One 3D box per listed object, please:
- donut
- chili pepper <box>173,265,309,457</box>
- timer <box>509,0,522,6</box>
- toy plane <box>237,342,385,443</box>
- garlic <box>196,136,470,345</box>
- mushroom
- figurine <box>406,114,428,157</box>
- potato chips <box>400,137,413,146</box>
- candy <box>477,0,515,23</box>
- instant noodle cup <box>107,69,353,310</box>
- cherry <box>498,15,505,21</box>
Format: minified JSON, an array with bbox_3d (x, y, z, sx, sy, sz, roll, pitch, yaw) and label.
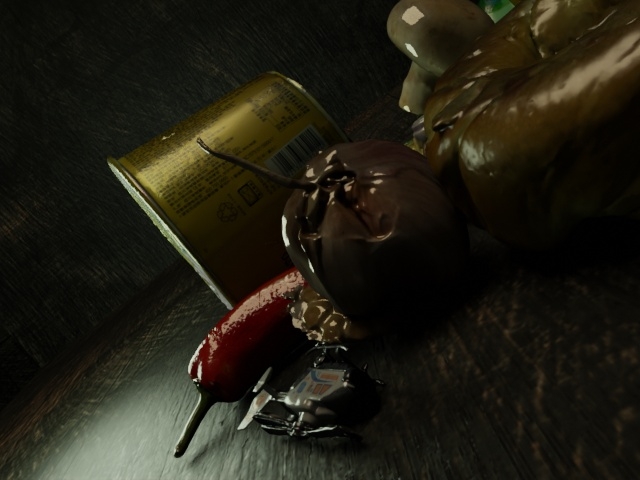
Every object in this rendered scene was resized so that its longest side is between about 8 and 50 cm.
[{"bbox_3d":[0.252,-0.141,0.588,0.360,0.170,0.360,-36,16,13],"label":"donut"},{"bbox_3d":[-0.035,0.090,0.810,0.368,0.092,0.137,-40,23,9],"label":"chili pepper"},{"bbox_3d":[0.362,-0.404,0.911,0.376,0.376,0.387,-23,46,57],"label":"timer"},{"bbox_3d":[-0.011,0.137,0.623,0.197,0.053,0.078,-16,33,55],"label":"toy plane"},{"bbox_3d":[0.000,0.000,0.675,0.207,0.256,0.207,-173,90,-72],"label":"garlic"},{"bbox_3d":[0.217,-0.332,1.252,0.206,0.209,0.206,-5,41,5],"label":"mushroom"},{"bbox_3d":[0.130,-0.086,0.883,0.183,0.128,0.208,-36,6,6],"label":"figurine"},{"bbox_3d":[0.175,-0.161,1.192,0.429,0.070,0.358,-24,15,50],"label":"potato chips"},{"bbox_3d":[0.418,-0.507,1.589,0.398,0.172,0.263,-58,13,-23],"label":"candy"},{"bbox_3d":[-0.095,-0.063,0.994,0.254,0.326,0.325,-41,11,-10],"label":"instant noodle cup"},{"bbox_3d":[0.352,-0.354,1.290,0.126,0.106,0.087,-26,21,54],"label":"cherry"}]
